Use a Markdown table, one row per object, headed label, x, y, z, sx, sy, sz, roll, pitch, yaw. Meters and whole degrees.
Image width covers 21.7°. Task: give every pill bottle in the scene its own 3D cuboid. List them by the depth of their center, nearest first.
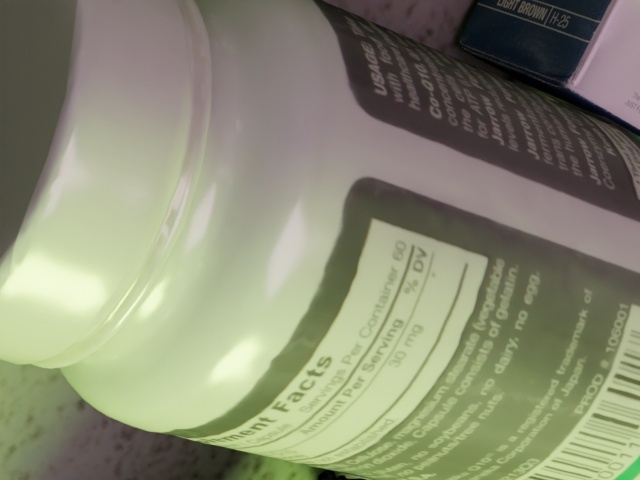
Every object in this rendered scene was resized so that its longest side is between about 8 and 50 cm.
| label | x | y | z | sx | sy | sz | roll | pitch | yaw |
| --- | --- | --- | --- | --- | --- | --- | --- | --- | --- |
| pill bottle | 0.000 | 0.000 | 0.761 | 0.361 | 0.204 | 0.204 | 19 | 98 | -35 |

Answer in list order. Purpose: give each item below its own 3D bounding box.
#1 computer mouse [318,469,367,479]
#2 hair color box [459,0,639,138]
| label | x | y | z | sx | sy | sz | roll | pitch | yaw |
| --- | --- | --- | --- | --- | --- | --- | --- | --- | --- |
| computer mouse | -0.083 | 0.200 | 0.851 | 0.272 | 0.188 | 0.072 | -43 | 80 | -1 |
| hair color box | 0.235 | -0.213 | 0.881 | 0.174 | 0.105 | 0.347 | 24 | 95 | -36 |
